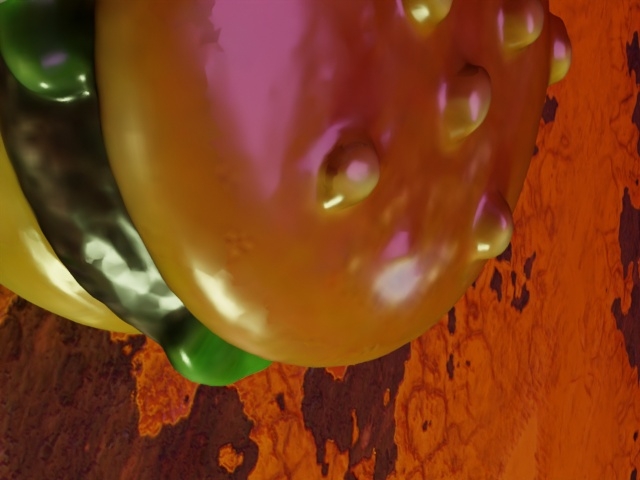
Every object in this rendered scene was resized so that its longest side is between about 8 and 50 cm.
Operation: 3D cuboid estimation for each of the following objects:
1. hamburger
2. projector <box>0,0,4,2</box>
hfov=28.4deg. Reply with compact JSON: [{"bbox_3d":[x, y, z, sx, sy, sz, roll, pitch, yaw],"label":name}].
[{"bbox_3d":[-0.038,-0.110,0.729,0.395,0.277,0.396,-10,103,-50],"label":"hamburger"},{"bbox_3d":[-0.134,-0.249,0.522,0.198,0.250,0.108,-35,165,-8],"label":"projector"}]
